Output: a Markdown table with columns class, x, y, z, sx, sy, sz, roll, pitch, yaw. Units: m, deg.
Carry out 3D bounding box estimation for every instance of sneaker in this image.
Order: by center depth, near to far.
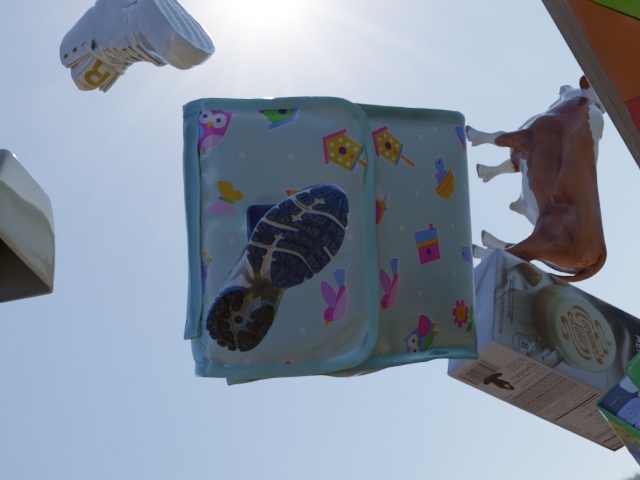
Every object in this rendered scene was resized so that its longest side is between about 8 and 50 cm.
| class | x | y | z | sx | sy | sz | roll | pitch | yaw |
| --- | --- | --- | --- | --- | --- | --- | --- | --- | --- |
| sneaker | -0.029 | 0.008 | 0.763 | 0.135 | 0.052 | 0.058 | -49 | 14 | 24 |
| sneaker | -0.243 | -0.243 | 1.502 | 0.108 | 0.292 | 0.169 | 35 | -80 | -34 |

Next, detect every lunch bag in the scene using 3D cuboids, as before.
| class | x | y | z | sx | sy | sz | roll | pitch | yaw |
| --- | --- | --- | --- | --- | --- | --- | --- | --- | --- |
| lunch bag | 0.000 | 0.000 | 0.947 | 0.262 | 0.160 | 0.223 | 2 | -95 | -45 |

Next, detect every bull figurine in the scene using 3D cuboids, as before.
| class | x | y | z | sx | sy | sz | roll | pitch | yaw |
| --- | --- | --- | --- | --- | --- | --- | --- | --- | --- |
| bull figurine | 0.296 | -0.086 | 1.550 | 0.101 | 0.188 | 0.310 | 54 | -147 | -54 |

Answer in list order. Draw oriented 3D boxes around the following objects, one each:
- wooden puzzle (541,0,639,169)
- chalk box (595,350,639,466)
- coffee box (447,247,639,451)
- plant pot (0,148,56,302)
| class | x | y | z | sx | sy | sz | roll | pitch | yaw |
| --- | --- | --- | --- | --- | --- | --- | --- | --- | --- |
| wooden puzzle | 0.222 | -0.100 | 0.603 | 0.044 | 0.239 | 0.221 | -40 | 8 | -33 |
| chalk box | 0.373 | 0.177 | 1.131 | 0.132 | 0.132 | 0.213 | -42 | -65 | -6 |
| coffee box | 0.281 | 0.131 | 1.380 | 0.098 | 0.246 | 0.141 | -47 | 25 | 45 |
| plant pot | -0.291 | -0.016 | 1.005 | 0.109 | 0.109 | 0.096 | 56 | -149 | -45 |
